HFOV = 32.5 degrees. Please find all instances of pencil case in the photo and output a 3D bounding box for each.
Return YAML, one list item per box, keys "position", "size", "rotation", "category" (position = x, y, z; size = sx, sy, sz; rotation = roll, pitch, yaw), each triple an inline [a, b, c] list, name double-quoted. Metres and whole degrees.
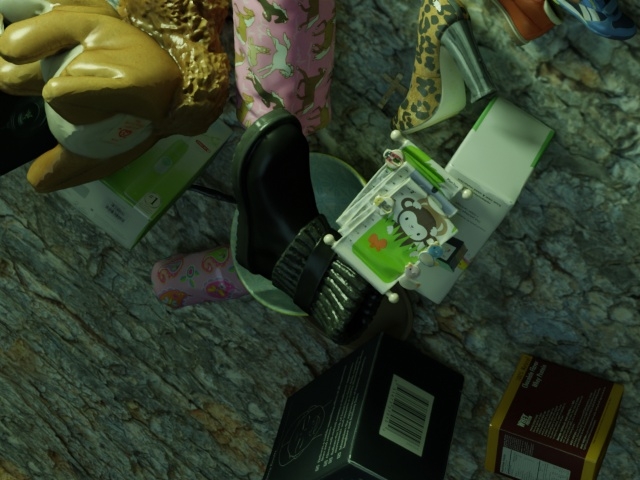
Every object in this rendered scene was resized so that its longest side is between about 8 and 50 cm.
- position: [-0.064, -0.337, 1.724]
  size: [0.167, 0.160, 0.386]
  rotation: [53, 155, 42]
  category: "pencil case"
- position: [-0.214, 0.065, 2.230]
  size: [0.284, 0.124, 0.124]
  rotation: [-14, 119, 40]
  category: "pencil case"

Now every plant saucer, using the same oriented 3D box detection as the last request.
- position: [0.058, 0.103, 2.132]
  size: [0.278, 0.041, 0.278]
  rotation: [19, 137, 20]
  category: "plant saucer"

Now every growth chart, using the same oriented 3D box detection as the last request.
- position: [0.117, -0.028, 1.629]
  size: [0.172, 0.021, 0.237]
  rotation: [35, 118, -1]
  category: "growth chart"

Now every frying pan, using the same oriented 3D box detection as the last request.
- position: [-0.333, -0.125, 2.145]
  size: [0.326, 0.053, 0.197]
  rotation: [21, -176, -27]
  category: "frying pan"

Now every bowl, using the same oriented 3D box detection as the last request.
- position: [0.000, 0.000, 1.963]
  size: [0.289, 0.289, 0.156]
  rotation: [10, 174, 27]
  category: "bowl"

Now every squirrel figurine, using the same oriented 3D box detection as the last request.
- position: [-0.344, -0.332, 1.792]
  size: [0.281, 0.397, 0.370]
  rotation: [112, 138, -60]
  category: "squirrel figurine"

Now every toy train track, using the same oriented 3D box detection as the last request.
- position: [0.113, -0.243, 1.796]
  size: [0.048, 0.014, 0.083]
  rotation: [36, 139, 1]
  category: "toy train track"

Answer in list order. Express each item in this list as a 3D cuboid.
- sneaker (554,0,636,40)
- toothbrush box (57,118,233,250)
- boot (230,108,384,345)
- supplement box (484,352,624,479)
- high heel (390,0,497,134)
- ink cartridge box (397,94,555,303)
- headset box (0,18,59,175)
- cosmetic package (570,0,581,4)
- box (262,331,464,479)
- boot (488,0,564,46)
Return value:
- position: [0.378, -0.330, 1.507]
  size: [0.144, 0.053, 0.059]
  rotation: [35, 137, 0]
  category: "sneaker"
- position: [-0.325, -0.155, 1.971]
  size: [0.206, 0.283, 0.122]
  rotation: [40, 138, -3]
  category: "toothbrush box"
- position: [-0.008, -0.019, 1.742]
  size: [0.260, 0.131, 0.348]
  rotation: [36, 144, 30]
  category: "boot"
- position: [0.421, 0.338, 1.985]
  size: [0.194, 0.191, 0.129]
  rotation: [17, 135, 20]
  category: "supplement box"
- position: [0.159, -0.275, 1.711]
  size: [0.261, 0.093, 0.186]
  rotation: [-24, 89, 58]
  category: "high heel"
- position: [0.231, -0.060, 1.740]
  size: [0.117, 0.201, 0.278]
  rotation: [33, 139, 4]
  category: "ink cartridge box"
- position: [-0.537, -0.283, 2.012]
  size: [0.131, 0.283, 0.246]
  rotation: [38, 140, 22]
  category: "headset box"
- position: [0.263, -0.459, 1.399]
  size: [0.296, 0.129, 0.153]
  rotation: [35, 133, 2]
  category: "cosmetic package"
- position: [0.071, 0.414, 2.186]
  size: [0.212, 0.293, 0.395]
  rotation: [30, 141, -16]
  category: "box"
- position: [0.281, -0.355, 1.551]
  size: [0.085, 0.059, 0.158]
  rotation: [-17, 125, 39]
  category: "boot"
